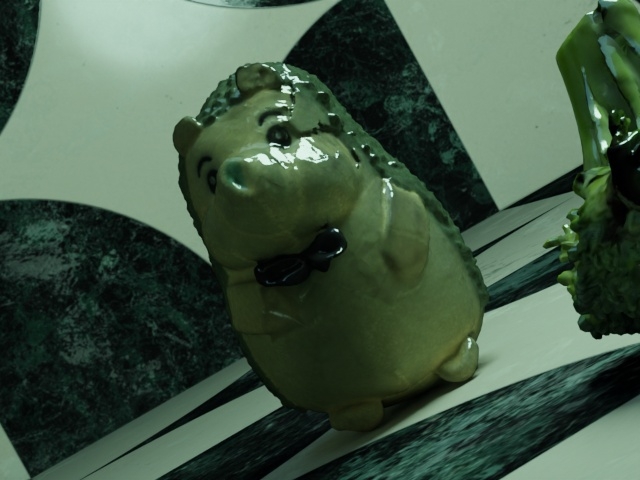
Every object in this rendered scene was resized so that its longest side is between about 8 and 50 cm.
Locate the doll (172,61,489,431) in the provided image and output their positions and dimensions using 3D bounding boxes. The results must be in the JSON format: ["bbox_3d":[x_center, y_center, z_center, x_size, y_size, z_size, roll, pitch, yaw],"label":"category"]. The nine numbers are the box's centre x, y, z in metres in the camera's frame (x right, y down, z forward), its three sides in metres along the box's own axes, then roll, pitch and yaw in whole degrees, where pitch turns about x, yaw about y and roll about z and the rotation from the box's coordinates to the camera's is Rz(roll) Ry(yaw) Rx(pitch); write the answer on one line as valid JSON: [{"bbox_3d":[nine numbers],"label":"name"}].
[{"bbox_3d":[0.000,0.000,1.552,0.247,0.349,0.247,-29,4,2],"label":"doll"}]

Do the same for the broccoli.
[{"bbox_3d":[0.256,-0.071,1.193,0.263,0.243,0.247,-35,-27,16],"label":"broccoli"}]
